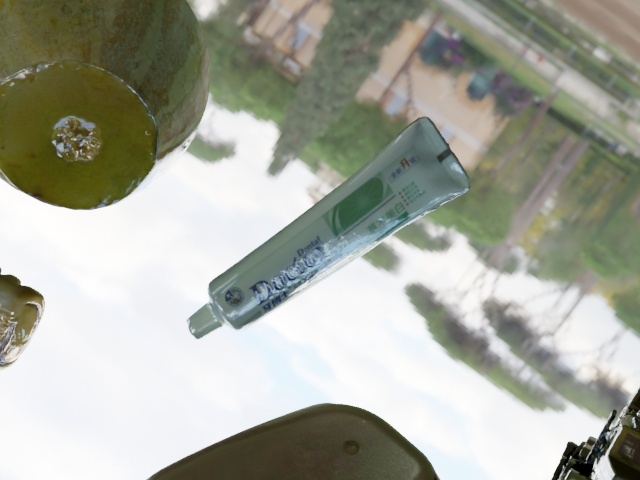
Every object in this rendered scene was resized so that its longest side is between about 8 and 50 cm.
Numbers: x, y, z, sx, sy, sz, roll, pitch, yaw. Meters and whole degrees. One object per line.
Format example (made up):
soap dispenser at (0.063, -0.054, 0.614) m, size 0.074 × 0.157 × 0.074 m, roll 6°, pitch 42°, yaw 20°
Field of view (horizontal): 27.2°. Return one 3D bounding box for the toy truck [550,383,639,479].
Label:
toy truck at (0.249, 0.194, 1.040) m, size 0.127 × 0.127 × 0.257 m, roll 29°, pitch -168°, yaw 13°

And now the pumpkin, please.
pumpkin at (-0.186, -0.114, 1.054) m, size 0.217 × 0.217 × 0.110 m, roll 30°, pitch -164°, yaw -27°

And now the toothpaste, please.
toothpaste at (0.000, 0.000, 0.904) m, size 0.064 × 0.218 × 0.041 m, roll 54°, pitch -176°, yaw -21°

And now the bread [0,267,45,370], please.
bread at (-0.488, 0.074, 1.801) m, size 0.225 × 0.134 × 0.081 m, roll 36°, pitch -171°, yaw -5°

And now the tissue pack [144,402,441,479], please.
tissue pack at (0.021, 0.327, 0.862) m, size 0.267 × 0.277 × 0.387 m, roll -23°, pitch -124°, yaw -27°
